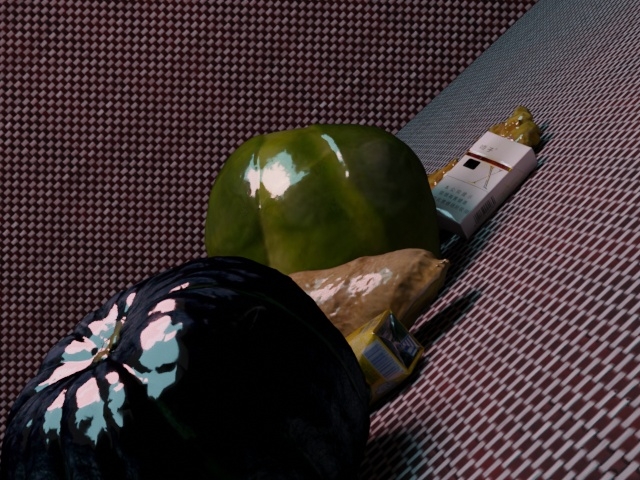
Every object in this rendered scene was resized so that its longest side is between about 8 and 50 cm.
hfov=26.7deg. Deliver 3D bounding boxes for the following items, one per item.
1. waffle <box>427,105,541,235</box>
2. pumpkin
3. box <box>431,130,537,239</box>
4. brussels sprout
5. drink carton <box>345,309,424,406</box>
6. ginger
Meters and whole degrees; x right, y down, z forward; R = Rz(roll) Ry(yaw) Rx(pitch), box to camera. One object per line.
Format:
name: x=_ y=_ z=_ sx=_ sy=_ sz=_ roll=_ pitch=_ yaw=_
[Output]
waffle: x=0.207 y=-0.082 z=2.011 sx=0.301 sy=0.058 sz=0.281 roll=-41 pitch=8 yaw=11
pumpkin: x=-0.130 y=0.185 z=1.260 sx=0.363 sy=0.266 sz=0.363 roll=-31 pitch=22 yaw=14
box: x=0.214 y=-0.076 z=1.827 sx=0.154 sy=0.040 sz=0.084 roll=-46 pitch=41 yaw=-17
brussels sprout: x=0.000 y=0.000 z=1.788 sx=0.276 sy=0.315 sz=0.371 roll=-19 pitch=-14 yaw=-33
drink carton: x=0.017 y=0.162 z=1.473 sx=0.200 sy=0.074 sz=0.084 roll=-41 pitch=6 yaw=30
ginger: x=0.003 y=0.107 z=1.572 sx=0.354 sy=0.190 sz=0.126 roll=-26 pitch=2 yaw=23
